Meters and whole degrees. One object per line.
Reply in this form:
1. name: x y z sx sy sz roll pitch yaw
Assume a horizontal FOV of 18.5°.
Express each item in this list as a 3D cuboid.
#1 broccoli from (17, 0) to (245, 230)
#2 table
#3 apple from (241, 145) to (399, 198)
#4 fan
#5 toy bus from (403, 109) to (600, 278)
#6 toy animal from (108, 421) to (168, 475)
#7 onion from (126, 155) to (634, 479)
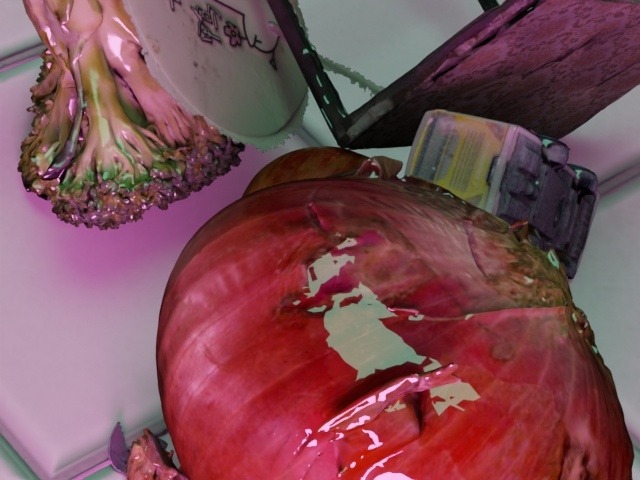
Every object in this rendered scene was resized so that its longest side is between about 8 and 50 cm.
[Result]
1. broccoli: -0.189 -0.196 1.545 0.221 0.361 0.252 -11 12 20
2. table: 0.130 -0.247 1.604 0.335 0.222 0.272 -6 66 -53
3. apple: 0.000 0.000 1.527 0.146 0.146 0.131 27 49 14
4. fan: -0.025 -0.163 1.587 0.415 0.012 0.233 21 57 -49
5. toy bus: 0.146 -0.033 1.526 0.106 0.268 0.092 16 87 21
6. toy animal: -0.128 0.166 1.412 0.084 0.028 0.050 33 40 21
7. onion: 0.050 0.103 1.308 0.354 0.353 0.353 6 45 -6
